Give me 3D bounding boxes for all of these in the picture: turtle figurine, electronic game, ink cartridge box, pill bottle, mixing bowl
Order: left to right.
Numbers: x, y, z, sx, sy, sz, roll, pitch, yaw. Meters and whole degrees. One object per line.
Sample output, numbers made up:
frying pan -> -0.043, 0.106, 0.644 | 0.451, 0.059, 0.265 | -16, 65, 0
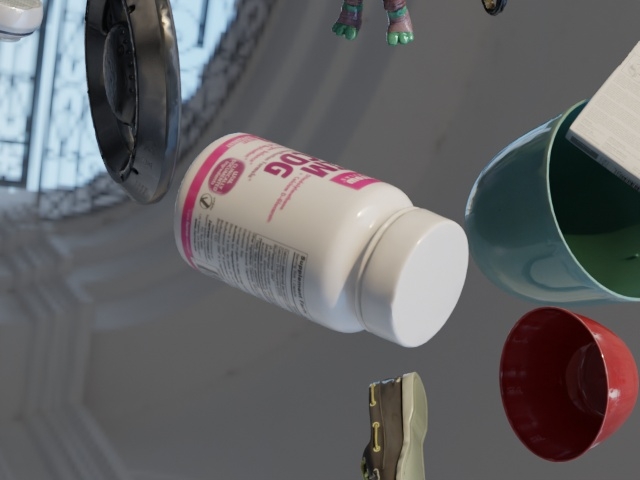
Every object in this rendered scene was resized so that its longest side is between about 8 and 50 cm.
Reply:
electronic game -> -0.161, -0.144, 1.230 | 0.229, 0.048, 0.229 | 174, -90, -68
pill bottle -> 0.000, 0.000, 1.475 | 0.283, 0.160, 0.160 | 22, -71, 32
turtle figurine -> 0.065, -0.374, 1.904 | 0.175, 0.118, 0.234 | 25, -36, 29
mixing bowl -> 0.305, 0.166, 1.668 | 0.181, 0.098, 0.181 | 0, -90, 56
ink cartridge box -> 0.441, -0.169, 1.933 | 0.179, 0.145, 0.045 | -50, 170, -15

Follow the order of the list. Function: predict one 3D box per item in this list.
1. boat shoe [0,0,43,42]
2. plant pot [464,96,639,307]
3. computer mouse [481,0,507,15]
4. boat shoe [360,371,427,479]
boat shoe -> -0.321, -0.189, 1.159 | 0.226, 0.083, 0.076 | 23, -68, 25
plant pot -> 0.351, -0.034, 2.057 | 0.235, 0.293, 0.293 | -21, -113, 52
computer mouse -> 0.174, -0.389, 1.734 | 0.071, 0.041, 0.242 | -20, -91, 57
boat shoe -> 0.085, 0.261, 1.699 | 0.228, 0.069, 0.081 | -82, 155, -43
